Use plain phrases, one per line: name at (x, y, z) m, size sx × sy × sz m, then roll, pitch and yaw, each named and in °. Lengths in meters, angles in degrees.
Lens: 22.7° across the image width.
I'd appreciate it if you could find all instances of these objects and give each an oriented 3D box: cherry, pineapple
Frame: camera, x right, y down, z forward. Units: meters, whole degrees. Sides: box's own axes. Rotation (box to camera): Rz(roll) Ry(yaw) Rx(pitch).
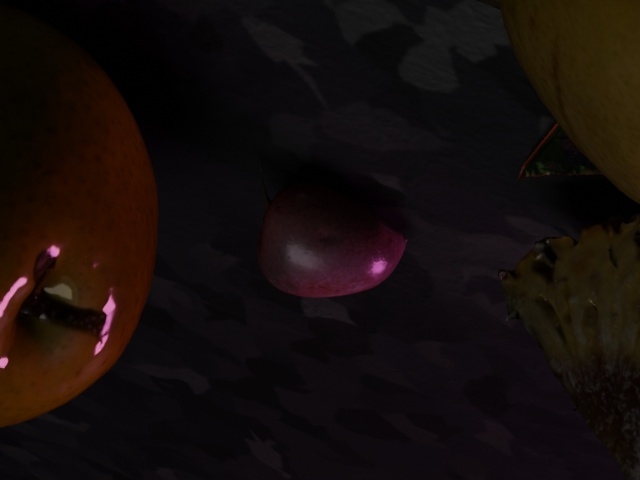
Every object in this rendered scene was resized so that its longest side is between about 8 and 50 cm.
cherry at (-0.001, 0.001, 1.317) m, size 0.126 × 0.087 × 0.106 m, roll 14°, pitch 154°, yaw 25°
pineapple at (0.337, 0.087, 1.142) m, size 0.286 × 0.344 × 0.209 m, roll 6°, pitch 130°, yaw -45°

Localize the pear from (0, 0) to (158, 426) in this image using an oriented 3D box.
pear at (-0.313, -0.026, 1.252) m, size 0.418 × 0.362 × 0.362 m, roll 35°, pitch 167°, yaw 48°

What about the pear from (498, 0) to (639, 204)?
pear at (0.226, -0.135, 0.692) m, size 0.314 × 0.314 × 0.314 m, roll 19°, pitch 151°, yaw 11°

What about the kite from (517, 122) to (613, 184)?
kite at (0.242, -0.068, 1.053) m, size 0.321 × 0.016 × 0.234 m, roll 4°, pitch 154°, yaw 38°

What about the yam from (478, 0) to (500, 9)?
yam at (0.186, -0.136, 1.007) m, size 0.234 × 0.027 × 0.029 m, roll 19°, pitch 114°, yaw 9°
